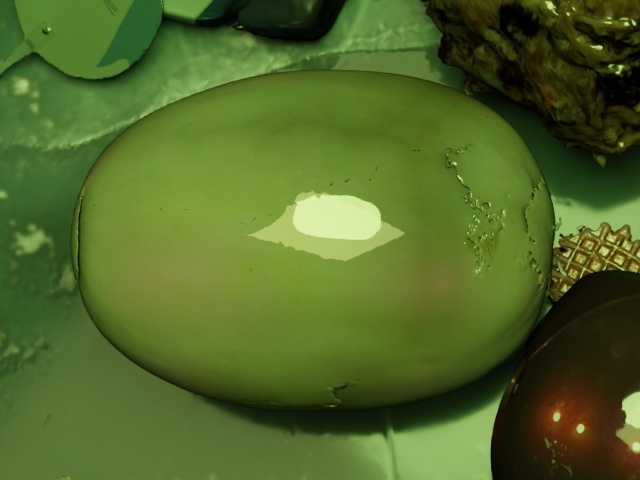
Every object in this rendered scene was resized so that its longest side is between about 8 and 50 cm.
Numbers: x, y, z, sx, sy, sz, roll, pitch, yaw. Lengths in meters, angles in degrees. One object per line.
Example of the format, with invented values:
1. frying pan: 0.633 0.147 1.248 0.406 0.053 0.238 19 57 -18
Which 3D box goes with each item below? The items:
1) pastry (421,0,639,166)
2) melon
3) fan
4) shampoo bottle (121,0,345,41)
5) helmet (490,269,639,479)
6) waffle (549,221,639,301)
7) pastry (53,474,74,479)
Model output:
1. pastry: 0.180 -0.193 1.255 0.193 0.275 0.275 -32 77 -27
2. melon: 0.000 0.000 1.258 0.317 0.223 0.223 2 80 7
3. fan: -0.187 -0.153 1.381 0.175 0.005 0.113 -36 93 22
4. shampoo bottle: -0.149 -0.242 1.390 0.359 0.078 0.134 27 94 9
5. helmet: 0.206 0.127 1.236 0.189 0.193 0.216 32 122 -3
6. waffle: 0.193 0.027 1.332 0.075 0.029 0.083 -24 76 1
7. pastry: -0.205 0.279 1.304 0.121 0.089 0.258 38 83 23
